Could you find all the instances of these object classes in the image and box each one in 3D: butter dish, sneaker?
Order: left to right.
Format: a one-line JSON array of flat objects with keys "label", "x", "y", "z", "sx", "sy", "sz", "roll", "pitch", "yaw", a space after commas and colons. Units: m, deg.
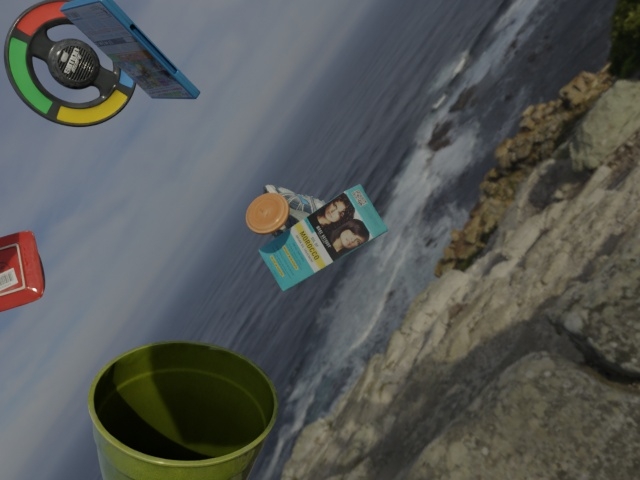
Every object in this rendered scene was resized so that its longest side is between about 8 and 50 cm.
[{"label": "butter dish", "x": -0.663, "y": 0.078, "z": 1.260, "sx": 0.160, "sy": 0.159, "sz": 0.118, "roll": -17, "pitch": -14, "yaw": 0}, {"label": "sneaker", "x": -0.040, "y": -0.052, "z": 1.303, "sx": 0.283, "sy": 0.122, "sz": 0.110, "roll": 43, "pitch": 140, "yaw": 50}]

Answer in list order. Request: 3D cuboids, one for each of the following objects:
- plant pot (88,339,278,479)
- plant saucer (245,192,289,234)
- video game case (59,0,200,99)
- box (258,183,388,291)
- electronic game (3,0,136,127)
[{"label": "plant pot", "x": -0.300, "y": 0.461, "z": 1.217, "sx": 0.366, "sy": 0.367, "sz": 0.352, "roll": -82, "pitch": 4, "yaw": -67}, {"label": "plant saucer", "x": -0.096, "y": -0.050, "z": 1.037, "sx": 0.083, "sy": 0.084, "sz": 0.013, "roll": -58, "pitch": -31, "yaw": -15}, {"label": "video game case", "x": -0.247, "y": -0.246, "z": 0.758, "sx": 0.119, "sy": 0.166, "sz": 0.015, "roll": 14, "pitch": 67, "yaw": 43}, {"label": "box", "x": 0.000, "y": 0.000, "z": 1.089, "sx": 0.244, "sy": 0.100, "sz": 0.060, "roll": -33, "pitch": -3, "yaw": 36}, {"label": "electronic game", "x": -0.453, "y": -0.325, "z": 1.068, "sx": 0.229, "sy": 0.229, "sz": 0.048, "roll": -57, "pitch": 32, "yaw": -10}]
